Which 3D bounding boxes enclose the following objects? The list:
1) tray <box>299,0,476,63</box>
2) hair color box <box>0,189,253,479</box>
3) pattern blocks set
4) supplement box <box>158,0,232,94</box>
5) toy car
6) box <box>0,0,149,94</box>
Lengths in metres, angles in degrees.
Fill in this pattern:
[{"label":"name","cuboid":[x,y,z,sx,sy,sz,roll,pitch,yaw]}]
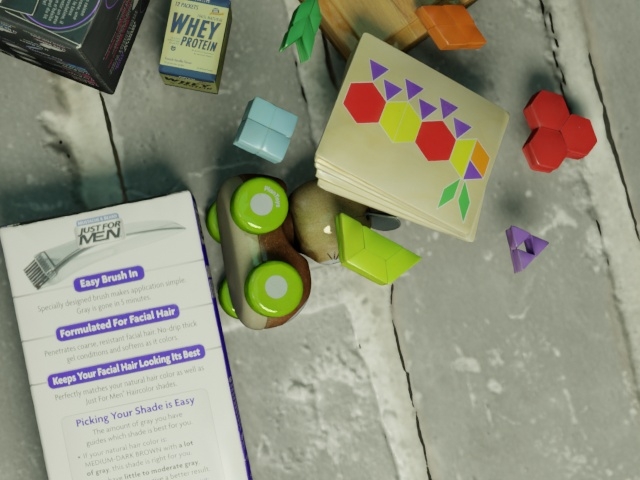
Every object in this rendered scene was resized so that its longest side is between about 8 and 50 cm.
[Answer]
[{"label":"tray","cuboid":[0.001,-0.382,1.369,0.203,0.076,0.411,-37,89,-4]},{"label":"hair color box","cuboid":[-0.178,0.135,1.322,0.185,0.110,0.338,-11,90,-2]},{"label":"pattern blocks set","cuboid":[0.089,-0.092,1.288,0.325,0.026,0.285,35,68,-14]},{"label":"supplement box","cuboid":[-0.121,-0.193,1.349,0.056,0.083,0.083,10,87,-2]},{"label":"toy car","cuboid":[0.000,0.000,1.323,0.188,0.155,0.148,-9,88,-15]},{"label":"box","cuboid":[-0.238,-0.248,1.252,0.143,0.270,0.165,21,87,-1]}]
